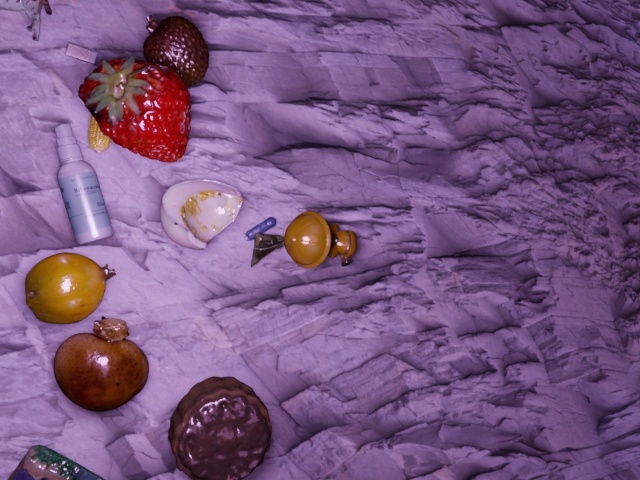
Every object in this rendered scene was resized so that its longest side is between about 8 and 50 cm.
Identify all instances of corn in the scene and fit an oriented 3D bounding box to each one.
[{"bbox_3d":[-0.668,-0.369,1.697,0.067,0.067,0.206,5,87,-21],"label":"corn"}]

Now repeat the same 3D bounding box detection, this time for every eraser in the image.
[{"bbox_3d":[-0.730,-0.569,1.699,0.083,0.019,0.038,14,83,-20],"label":"eraser"}]

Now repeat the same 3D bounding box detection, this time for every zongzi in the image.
[{"bbox_3d":[-0.180,0.035,1.896,0.109,0.055,0.119,3,108,-33],"label":"zongzi"}]

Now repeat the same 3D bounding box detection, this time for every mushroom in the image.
[{"bbox_3d":[-0.642,0.369,1.637,0.263,0.195,0.283,3,89,-15],"label":"mushroom"}]

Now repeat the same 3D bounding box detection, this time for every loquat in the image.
[{"bbox_3d":[-0.716,0.130,1.607,0.246,0.213,0.213,-20,97,-17],"label":"loquat"}]

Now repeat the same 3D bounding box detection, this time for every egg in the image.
[{"bbox_3d":[-0.394,-0.069,1.754,0.206,0.161,0.271,29,41,13],"label":"egg"}]

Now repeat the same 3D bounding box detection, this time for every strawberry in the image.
[{"bbox_3d":[-0.508,-0.387,1.638,0.292,0.310,0.291,-1,87,13],"label":"strawberry"}]

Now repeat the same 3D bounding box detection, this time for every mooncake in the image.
[{"bbox_3d":[-0.313,0.605,1.766,0.324,0.187,0.324,-1,92,-20],"label":"mooncake"}]

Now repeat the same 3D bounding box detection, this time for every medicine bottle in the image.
[{"bbox_3d":[-0.718,-0.169,1.653,0.110,0.110,0.351,-17,96,-20],"label":"medicine bottle"}]

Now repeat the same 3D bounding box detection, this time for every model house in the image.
[{"bbox_3d":[-0.752,0.776,1.546,0.312,0.280,0.245,41,76,-17],"label":"model house"}]

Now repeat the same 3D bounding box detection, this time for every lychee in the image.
[{"bbox_3d":[-0.452,-0.590,1.718,0.200,0.200,0.238,-48,111,-15],"label":"lychee"}]

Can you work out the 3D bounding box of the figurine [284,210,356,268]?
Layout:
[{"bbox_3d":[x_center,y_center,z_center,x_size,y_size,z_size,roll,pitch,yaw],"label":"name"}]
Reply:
[{"bbox_3d":[0.002,-0.001,1.900,0.257,0.167,0.192,1,76,-23],"label":"figurine"}]

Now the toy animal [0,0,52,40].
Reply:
[{"bbox_3d":[-0.917,-0.675,1.595,0.255,0.090,0.170,20,79,-22],"label":"toy animal"}]

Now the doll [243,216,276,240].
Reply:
[{"bbox_3d":[-0.206,-0.039,1.895,0.125,0.027,0.037,-33,100,-15],"label":"doll"}]
